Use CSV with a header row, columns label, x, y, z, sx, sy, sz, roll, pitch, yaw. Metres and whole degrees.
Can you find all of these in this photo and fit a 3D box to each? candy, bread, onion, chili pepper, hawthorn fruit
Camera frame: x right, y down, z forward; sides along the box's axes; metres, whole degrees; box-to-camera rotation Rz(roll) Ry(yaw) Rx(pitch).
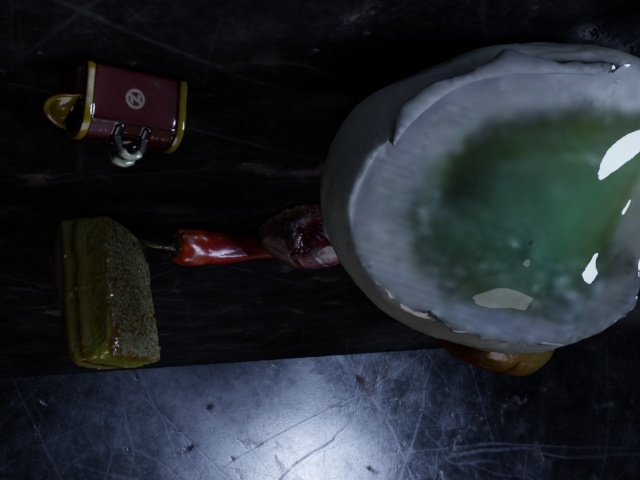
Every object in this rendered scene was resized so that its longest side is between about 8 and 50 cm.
label,x,y,z,sx,sy,sz,roll,pitch,yaw
candy,0.208,-0.053,0.969,0.427,0.385,0.186,7,-162,-17
bread,-0.357,0.092,1.358,0.111,0.234,0.184,-13,164,10
onion,0.000,0.000,1.414,0.206,0.098,0.151,-16,160,30
chili pepper,-0.184,0.013,1.440,0.272,0.071,0.063,2,129,-30
hawthorn fruit,0.394,0.176,1.894,0.301,0.267,0.268,10,159,-21

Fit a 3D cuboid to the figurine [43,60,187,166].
label,x,y,z,sx,sy,sz,roll,pitch,yaw
figurine,-0.224,-0.129,0.883,0.154,0.098,0.082,3,165,-38
